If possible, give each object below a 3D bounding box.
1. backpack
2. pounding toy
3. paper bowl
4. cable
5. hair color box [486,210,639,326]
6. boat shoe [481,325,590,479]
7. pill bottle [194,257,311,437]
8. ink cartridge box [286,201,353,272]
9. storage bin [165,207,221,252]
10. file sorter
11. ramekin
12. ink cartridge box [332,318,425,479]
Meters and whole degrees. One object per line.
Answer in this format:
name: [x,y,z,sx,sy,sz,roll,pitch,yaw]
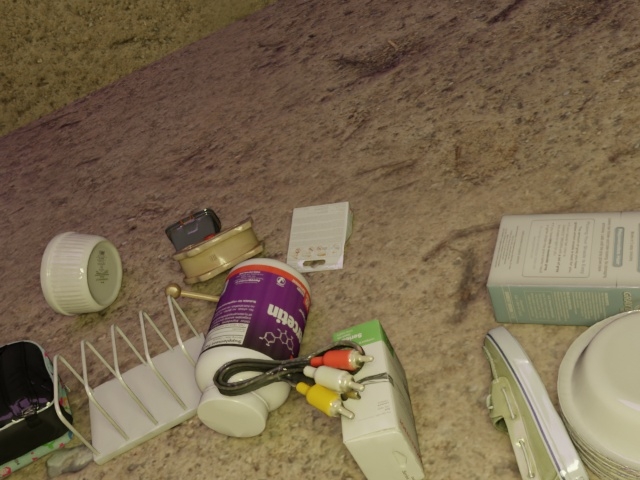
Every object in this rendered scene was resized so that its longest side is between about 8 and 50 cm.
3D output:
backpack: [-0.636,0.337,1.422,0.225,0.191,0.253,-26,45,-18]
pounding toy: [-0.246,0.067,1.623,0.269,0.155,0.154,-28,9,-18]
paper bowl: [0.491,0.216,1.000,0.284,0.148,0.284,-14,41,13]
cable: [-0.044,0.201,1.103,0.287,0.072,0.140,5,52,29]
hair color box: [0.500,0.049,1.211,0.374,0.114,0.185,-1,45,28]
boat shoe: [0.309,0.261,1.079,0.094,0.109,0.302,-23,41,5]
pill bottle: [-0.129,0.200,1.319,0.181,0.182,0.323,-8,42,20]
ink cartridge box: [0.000,0.000,1.606,0.145,0.045,0.180,-6,61,21]
storage bin: [-0.311,-0.007,1.730,0.135,0.098,0.091,-26,49,-1]
file sorter: [-0.370,0.267,1.380,0.277,0.173,0.193,-28,38,-2]
ramekin: [-0.571,0.080,1.681,0.108,0.207,0.207,-1,44,15]
ink cartridge box: [0.093,0.269,1.138,0.092,0.160,0.220,-19,39,12]
